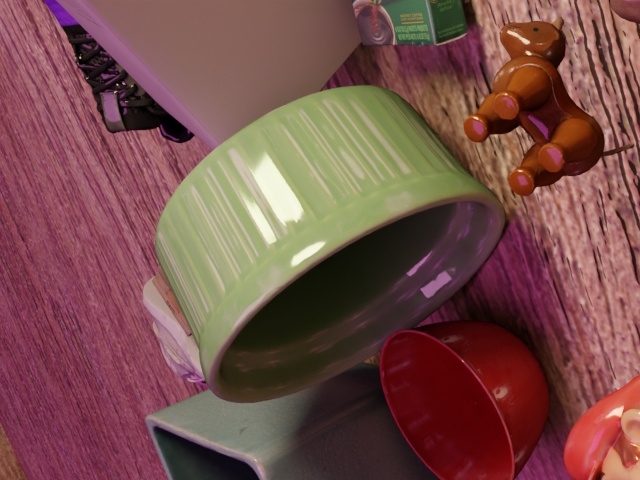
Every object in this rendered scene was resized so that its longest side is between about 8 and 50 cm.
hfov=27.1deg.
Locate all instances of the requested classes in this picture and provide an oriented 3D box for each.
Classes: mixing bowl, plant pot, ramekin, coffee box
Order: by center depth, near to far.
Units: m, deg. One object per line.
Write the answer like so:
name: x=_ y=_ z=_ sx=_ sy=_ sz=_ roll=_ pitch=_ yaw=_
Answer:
coffee box: x=0.058 y=-0.256 z=1.116 sx=0.113 sy=0.040 sz=0.184 roll=13 pitch=121 yaw=55
ramekin: x=0.000 y=0.000 z=1.192 sx=0.148 sy=0.303 sz=0.303 roll=57 pitch=152 yaw=22
mixing bowl: x=0.152 y=0.145 z=1.268 sx=0.181 sy=0.098 sz=0.181 roll=40 pitch=145 yaw=35
plant pot: x=0.006 y=0.257 z=1.441 sx=0.247 sy=0.252 sz=0.248 roll=6 pitch=119 yaw=56

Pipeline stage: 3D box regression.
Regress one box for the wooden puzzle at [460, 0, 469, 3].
wooden puzzle: x=0.102 y=-0.220 z=1.125 sx=0.083 sy=0.006 sz=0.049 roll=-4 pitch=111 yaw=59

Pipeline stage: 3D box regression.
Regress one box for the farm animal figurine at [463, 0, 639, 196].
farm animal figurine: x=0.242 y=-0.166 z=0.805 sx=0.326 sy=0.172 sz=0.330 roll=31 pitch=133 yaw=24

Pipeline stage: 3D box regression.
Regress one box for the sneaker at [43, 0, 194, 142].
sneaker: x=-0.198 y=-0.186 z=1.353 sx=0.102 sy=0.146 sz=0.293 roll=6 pitch=164 yaw=34

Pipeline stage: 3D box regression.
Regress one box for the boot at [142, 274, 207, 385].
boot: x=-0.148 y=0.151 z=1.783 sx=0.258 sy=0.095 sz=0.123 roll=44 pitch=154 yaw=45

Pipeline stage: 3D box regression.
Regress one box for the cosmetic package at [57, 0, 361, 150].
cosmetic package: x=-0.124 y=-0.242 z=1.119 sx=0.155 sy=0.197 sz=0.365 roll=38 pitch=173 yaw=36

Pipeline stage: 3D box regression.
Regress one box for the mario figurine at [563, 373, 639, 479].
mario figurine: x=0.312 y=0.220 z=1.008 sx=0.320 sy=0.170 sz=0.198 roll=15 pitch=129 yaw=51

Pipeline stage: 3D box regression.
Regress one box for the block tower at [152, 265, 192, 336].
block tower: x=-0.110 y=-0.004 z=1.567 sx=0.097 sy=0.091 sz=0.335 roll=55 pitch=150 yaw=11
